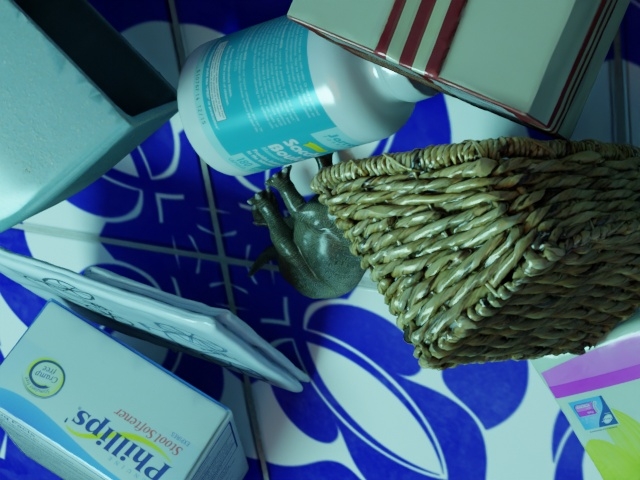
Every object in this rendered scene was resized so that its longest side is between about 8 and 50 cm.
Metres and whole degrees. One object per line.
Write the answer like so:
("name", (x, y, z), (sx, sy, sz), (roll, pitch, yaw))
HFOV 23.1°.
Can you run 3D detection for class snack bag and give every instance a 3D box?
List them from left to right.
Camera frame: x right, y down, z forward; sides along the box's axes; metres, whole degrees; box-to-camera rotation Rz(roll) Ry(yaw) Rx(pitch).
("snack bag", (-0.206, 0.081, 1.792), (0.342, 0.037, 0.323), (16, 169, 22))

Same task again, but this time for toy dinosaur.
("toy dinosaur", (0.000, 0.000, 1.680), (0.313, 0.121, 0.160), (-39, 84, 39))

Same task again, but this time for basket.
("basket", (0.180, -0.034, 1.413), (0.213, 0.299, 0.223), (-46, 62, 30))

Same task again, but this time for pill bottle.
("pill bottle", (-0.005, -0.157, 1.555), (0.264, 0.146, 0.146), (-13, 112, 39))

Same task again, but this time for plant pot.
("plant pot", (-0.337, -0.136, 1.652), (0.252, 0.248, 0.247), (-44, 92, 12))

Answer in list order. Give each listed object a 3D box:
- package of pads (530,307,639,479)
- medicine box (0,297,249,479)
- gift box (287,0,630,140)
("package of pads", (0.385, 0.151, 1.545), (0.296, 0.101, 0.229), (-22, 106, 41))
("medicine box", (-0.240, 0.235, 1.893), (0.263, 0.149, 0.289), (30, 162, 12))
("gift box", (0.148, -0.244, 1.282), (0.255, 0.276, 0.258), (24, 94, 12))
